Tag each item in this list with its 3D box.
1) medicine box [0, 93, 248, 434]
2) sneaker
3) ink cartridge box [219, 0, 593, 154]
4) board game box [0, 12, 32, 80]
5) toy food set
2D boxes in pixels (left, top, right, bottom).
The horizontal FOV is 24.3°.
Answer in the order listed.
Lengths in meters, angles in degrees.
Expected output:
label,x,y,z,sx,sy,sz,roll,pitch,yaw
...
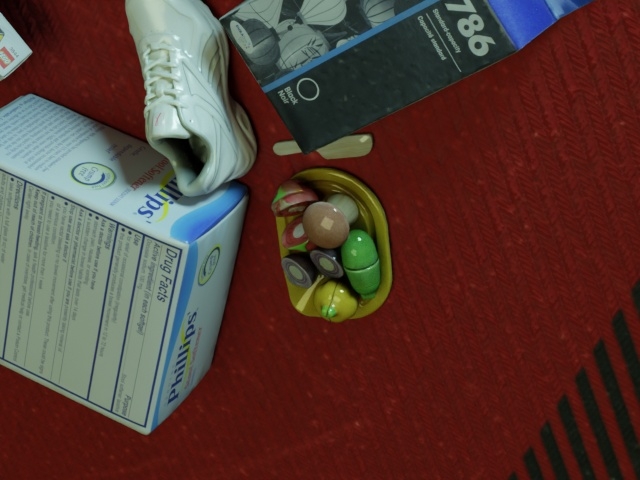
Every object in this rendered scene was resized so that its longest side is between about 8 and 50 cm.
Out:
label,x,y,z,sx,sy,sz,roll,pitch,yaw
medicine box,-0.255,0.024,1.633,0.289,0.149,0.263,23,125,12
sneaker,-0.141,-0.150,1.500,0.090,0.115,0.232,-13,110,31
ink cartridge box,0.076,-0.216,1.392,0.333,0.065,0.165,-26,103,33
board game box,-0.454,-0.280,1.559,0.305,0.053,0.193,52,147,-18
toy food set,0.000,0.000,1.542,0.128,0.071,0.217,4,118,24
